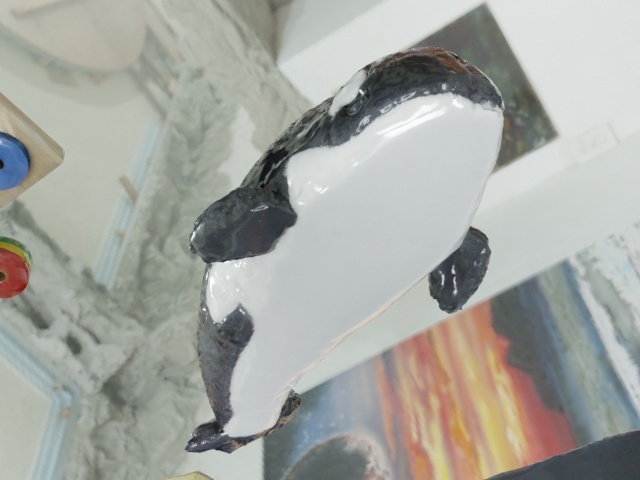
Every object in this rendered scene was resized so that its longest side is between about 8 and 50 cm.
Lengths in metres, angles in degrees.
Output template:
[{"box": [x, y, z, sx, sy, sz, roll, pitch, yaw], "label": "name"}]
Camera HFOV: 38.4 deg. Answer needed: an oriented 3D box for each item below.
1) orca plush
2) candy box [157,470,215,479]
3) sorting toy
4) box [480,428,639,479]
[{"box": [0.000, 0.000, 0.488, 0.287, 0.151, 0.102, 103, 160, -48], "label": "orca plush"}, {"box": [-0.099, 0.382, 0.776, 0.183, 0.087, 0.316, 38, -135, -35], "label": "candy box"}, {"box": [-0.279, -0.063, 0.633, 0.274, 0.132, 0.046, 47, -159, -33], "label": "sorting toy"}, {"box": [0.227, 0.408, 0.386, 0.472, 0.297, 0.480, -101, -8, -61], "label": "box"}]
